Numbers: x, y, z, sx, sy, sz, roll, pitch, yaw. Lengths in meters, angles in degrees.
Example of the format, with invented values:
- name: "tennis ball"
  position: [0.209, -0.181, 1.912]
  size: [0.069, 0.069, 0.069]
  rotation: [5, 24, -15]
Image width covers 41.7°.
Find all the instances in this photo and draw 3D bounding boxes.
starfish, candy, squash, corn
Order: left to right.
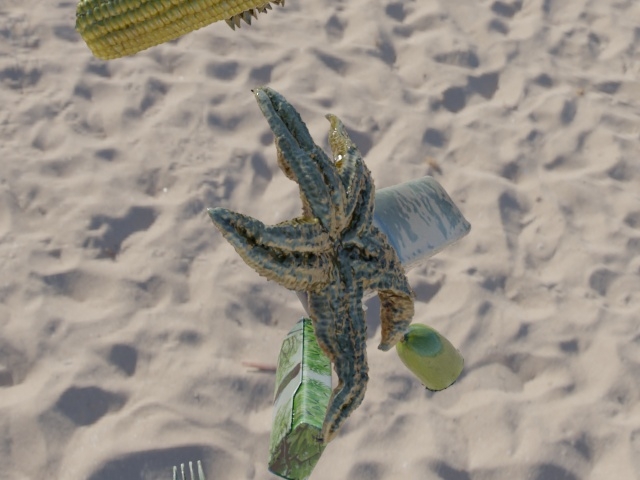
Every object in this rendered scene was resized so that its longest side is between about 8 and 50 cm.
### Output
- name: "corn"
  position: [-0.118, -0.238, 0.782]
  size: [0.248, 0.081, 0.081]
  rotation: [-16, 39, 19]
- name: "starfish"
  position: [0.000, 0.000, 0.606]
  size: [0.062, 0.235, 0.277]
  rotation: [-14, 58, 33]
- name: "candy"
  position: [0.103, 0.004, 1.479]
  size: [0.145, 0.208, 0.358]
  rotation: [58, 31, 7]
- name: "squash"
  position: [0.233, 0.253, 1.908]
  size: [0.123, 0.186, 0.123]
  rotation: [-25, 42, 25]

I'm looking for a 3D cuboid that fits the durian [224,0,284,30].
- name: "durian"
  position: [-0.067, -0.366, 0.975]
  size: [0.186, 0.153, 0.261]
  rotation: [-8, 71, 28]

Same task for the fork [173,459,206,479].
- name: "fork"
  position: [-0.088, 0.290, 0.679]
  size: [0.034, 0.028, 0.219]
  rotation: [-10, 78, -15]

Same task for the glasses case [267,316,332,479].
- name: "glasses case"
  position: [-0.028, 0.215, 1.189]
  size: [0.062, 0.095, 0.272]
  rotation: [22, 21, -10]

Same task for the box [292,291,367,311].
- name: "box"
  position: [0.012, 0.110, 1.626]
  size: [0.109, 0.029, 0.198]
  rotation: [35, 8, 22]
